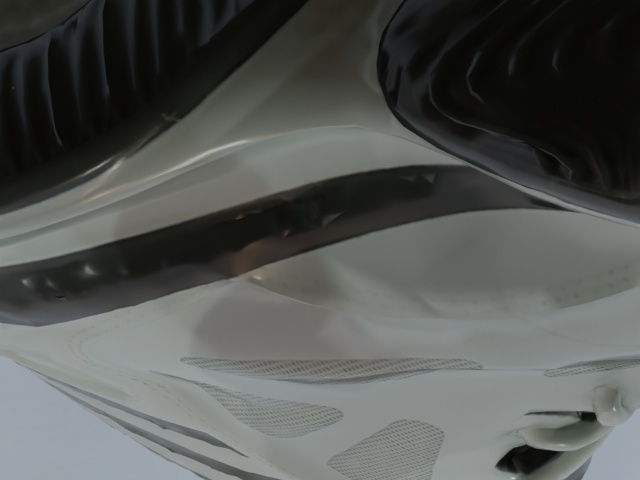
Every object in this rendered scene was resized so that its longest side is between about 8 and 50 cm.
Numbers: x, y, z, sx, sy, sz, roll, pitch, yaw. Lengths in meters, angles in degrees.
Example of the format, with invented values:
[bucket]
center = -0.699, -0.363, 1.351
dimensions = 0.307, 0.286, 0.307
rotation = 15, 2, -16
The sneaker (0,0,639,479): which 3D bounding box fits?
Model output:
[sneaker]
center = 0.086, -0.020, 0.511
dimensions = 0.448, 0.257, 0.169
rotation = -3, -117, 28
